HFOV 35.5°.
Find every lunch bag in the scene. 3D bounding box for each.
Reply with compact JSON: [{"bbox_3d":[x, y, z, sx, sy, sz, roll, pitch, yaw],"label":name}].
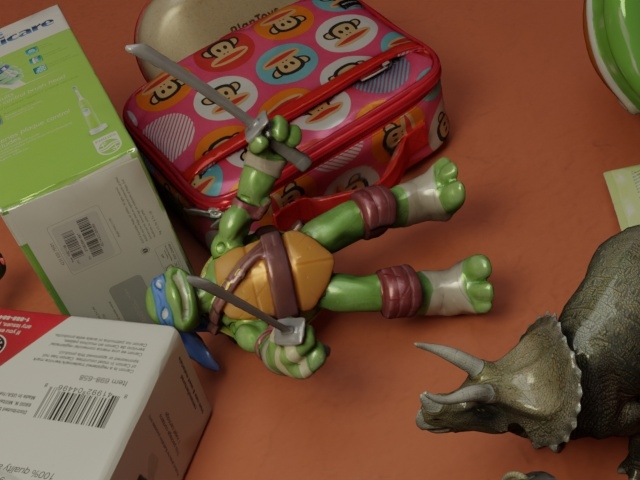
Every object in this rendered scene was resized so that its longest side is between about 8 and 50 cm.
[{"bbox_3d":[-0.025,-0.110,0.994,0.293,0.120,0.258,-32,49,-14],"label":"lunch bag"}]

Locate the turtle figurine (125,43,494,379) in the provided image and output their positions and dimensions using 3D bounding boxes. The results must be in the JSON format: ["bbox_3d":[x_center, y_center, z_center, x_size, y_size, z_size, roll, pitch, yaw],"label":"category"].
[{"bbox_3d":[0.000,0.000,0.772,0.266,0.274,0.198,-9,37,-16],"label":"turtle figurine"}]

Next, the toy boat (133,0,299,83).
[{"bbox_3d":[-0.105,-0.243,1.156,0.231,0.151,0.151,-29,14,-14],"label":"toy boat"}]

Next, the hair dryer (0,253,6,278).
[{"bbox_3d":[-0.391,0.144,0.887,0.224,0.080,0.293,-21,36,27],"label":"hair dryer"}]

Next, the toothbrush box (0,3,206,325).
[{"bbox_3d":[-0.225,-0.055,0.925,0.122,0.206,0.283,-25,44,-8],"label":"toothbrush box"}]

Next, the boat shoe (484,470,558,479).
[{"bbox_3d":[0.120,0.219,0.612,0.355,0.132,0.130,14,41,18],"label":"boat shoe"}]

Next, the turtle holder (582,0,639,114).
[{"bbox_3d":[0.384,-0.232,0.893,0.320,0.243,0.227,-43,6,2],"label":"turtle holder"}]

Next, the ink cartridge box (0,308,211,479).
[{"bbox_3d":[-0.226,0.192,0.736,0.197,0.114,0.273,4,46,19],"label":"ink cartridge box"}]

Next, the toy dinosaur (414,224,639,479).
[{"bbox_3d":[0.211,0.065,0.700,0.313,0.160,0.121,-40,48,-22],"label":"toy dinosaur"}]

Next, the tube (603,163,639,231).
[{"bbox_3d":[0.371,-0.055,0.853,0.240,0.070,0.062,-11,88,13],"label":"tube"}]
